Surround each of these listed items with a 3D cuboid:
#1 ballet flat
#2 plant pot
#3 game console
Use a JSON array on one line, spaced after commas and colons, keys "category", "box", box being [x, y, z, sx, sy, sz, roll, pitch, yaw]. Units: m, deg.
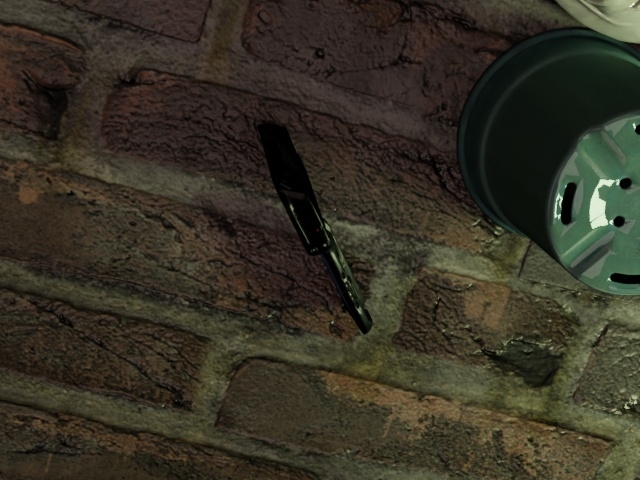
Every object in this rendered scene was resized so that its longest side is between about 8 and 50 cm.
[{"category": "ballet flat", "box": [0.365, -0.394, 1.398, 0.400, 0.139, 0.139, 32, 105, -13]}, {"category": "plant pot", "box": [0.394, -0.100, 1.413, 0.341, 0.334, 0.341, -2, 112, -5]}, {"category": "game console", "box": [0.000, 0.000, 1.492, 0.044, 0.213, 0.361, -24, 122, 4]}]
